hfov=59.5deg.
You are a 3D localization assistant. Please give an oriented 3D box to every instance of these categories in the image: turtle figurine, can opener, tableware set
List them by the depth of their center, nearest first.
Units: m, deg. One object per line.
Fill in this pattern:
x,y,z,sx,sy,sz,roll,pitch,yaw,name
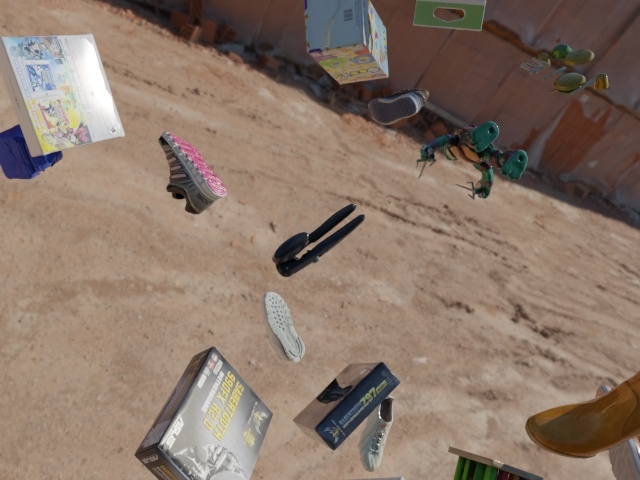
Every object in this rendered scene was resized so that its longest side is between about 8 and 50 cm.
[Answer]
0.000,0.000,0.952,0.186,0.073,0.059,-30,89,-20,can opener
0.425,-0.290,0.956,0.024,0.104,0.154,63,-3,-40,tableware set
0.271,-0.157,1.038,0.175,0.118,0.234,21,-3,-14,turtle figurine

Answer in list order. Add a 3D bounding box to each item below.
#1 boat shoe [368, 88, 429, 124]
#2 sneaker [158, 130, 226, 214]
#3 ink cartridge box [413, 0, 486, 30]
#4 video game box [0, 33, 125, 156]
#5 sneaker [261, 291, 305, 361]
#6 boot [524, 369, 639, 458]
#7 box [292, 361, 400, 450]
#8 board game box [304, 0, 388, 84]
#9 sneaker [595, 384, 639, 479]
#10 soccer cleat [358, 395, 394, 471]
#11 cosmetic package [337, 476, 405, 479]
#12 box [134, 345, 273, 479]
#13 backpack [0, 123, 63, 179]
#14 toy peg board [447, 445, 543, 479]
0.183,-0.313,1.298,0.183,0.066,0.066,16,-44,59,boat shoe
-0.220,-0.106,0.893,0.170,0.075,0.063,49,15,25,sneaker
0.319,-0.632,1.335,0.171,0.235,0.056,8,26,8,ink cartridge box
-0.481,-0.274,1.045,0.187,0.048,0.205,-33,113,-55,video game box
-0.136,0.269,1.715,0.090,0.095,0.235,-28,102,-39,sneaker
0.519,0.272,0.963,0.295,0.211,0.104,2,37,-11,boot
0.045,0.331,1.144,0.183,0.232,0.059,-41,89,-18,box
0.073,-0.509,1.418,0.142,0.144,0.275,-4,-2,19,board game box
0.743,0.449,1.247,0.180,0.124,0.321,4,33,10,sneaker
0.146,0.492,1.444,0.068,0.076,0.196,24,63,-22,soccer cleat
0.106,0.884,1.734,0.097,0.377,0.284,45,52,-7,cosmetic package
-0.181,0.320,0.934,0.183,0.056,0.231,53,27,-16,box
-0.570,-0.182,1.119,0.101,0.098,0.120,3,30,6,backpack
0.406,0.565,1.331,0.161,0.161,0.079,25,73,-19,toy peg board
